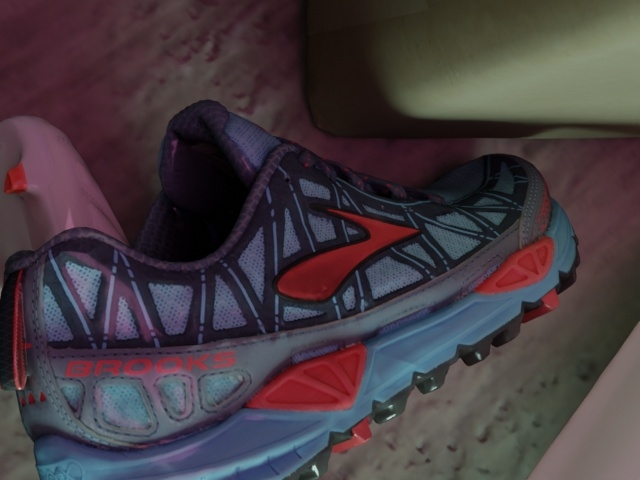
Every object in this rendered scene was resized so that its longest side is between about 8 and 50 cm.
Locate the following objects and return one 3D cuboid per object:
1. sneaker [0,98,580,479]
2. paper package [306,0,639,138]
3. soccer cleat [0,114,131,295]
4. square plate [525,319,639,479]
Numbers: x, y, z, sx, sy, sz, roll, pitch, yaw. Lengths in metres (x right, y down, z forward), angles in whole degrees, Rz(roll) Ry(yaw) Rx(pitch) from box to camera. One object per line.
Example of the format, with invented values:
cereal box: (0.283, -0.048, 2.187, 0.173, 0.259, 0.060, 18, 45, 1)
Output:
sneaker: (0.000, 0.000, 0.472, 0.262, 0.104, 0.125, -30, 99, -47)
paper package: (0.179, -0.132, 0.463, 0.309, 0.325, 0.168, -4, 90, -19)
soccer cleat: (-0.075, 0.045, 0.502, 0.076, 0.068, 0.196, -20, 92, -39)
square plate: (0.245, 0.156, 0.545, 0.344, 0.049, 0.347, 53, 48, -7)
